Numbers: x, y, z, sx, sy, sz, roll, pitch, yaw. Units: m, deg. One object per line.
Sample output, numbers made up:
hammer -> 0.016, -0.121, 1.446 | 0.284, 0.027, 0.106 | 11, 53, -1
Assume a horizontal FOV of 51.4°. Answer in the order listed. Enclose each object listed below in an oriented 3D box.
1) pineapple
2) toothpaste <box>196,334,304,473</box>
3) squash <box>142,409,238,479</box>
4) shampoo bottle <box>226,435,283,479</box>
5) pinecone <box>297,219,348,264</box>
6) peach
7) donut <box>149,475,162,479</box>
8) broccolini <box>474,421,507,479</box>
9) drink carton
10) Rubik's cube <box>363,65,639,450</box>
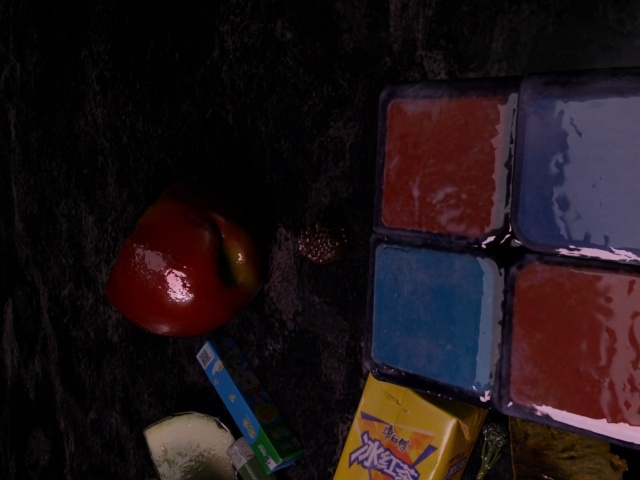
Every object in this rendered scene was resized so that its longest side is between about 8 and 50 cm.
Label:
pineapple -> 0.303, 0.328, 0.818 | 0.139, 0.250, 0.164 | -3, 126, 10
toothpaste -> -0.132, 0.294, 1.216 | 0.267, 0.065, 0.050 | 52, 119, 26
squash -> -0.232, 0.422, 1.315 | 0.184, 0.085, 0.192 | -22, 82, 10
shampoo bottle -> -0.092, 0.448, 1.194 | 0.204, 0.065, 0.065 | 50, 122, 27
pinecone -> 0.000, 0.000, 1.082 | 0.083, 0.077, 0.077 | 23, 107, 48
peach -> -0.266, 0.033, 1.191 | 0.338, 0.281, 0.281 | 3, 94, 40
donut -> -0.257, 0.666, 1.178 | 0.377, 0.163, 0.435 | 35, 139, 38
broccolini -> 0.225, 0.313, 0.928 | 0.035, 0.030, 0.140 | 13, 112, -5
drink carton -> 0.111, 0.359, 0.982 | 0.154, 0.111, 0.351 | 29, 109, 35
Rubik's cube -> 0.260, -0.001, 0.699 | 0.318, 0.316, 0.313 | 8, 99, 41
